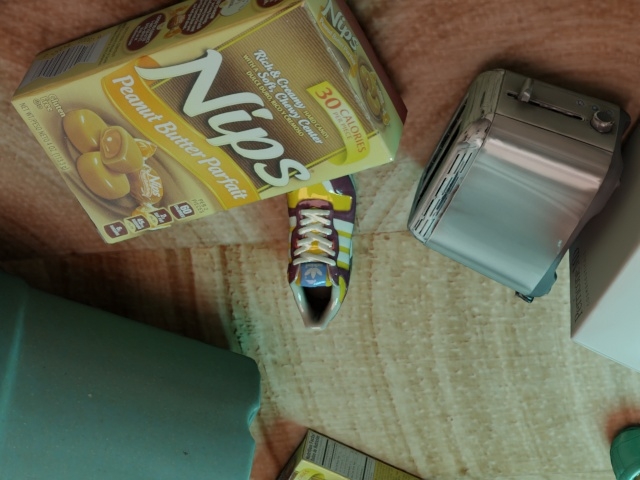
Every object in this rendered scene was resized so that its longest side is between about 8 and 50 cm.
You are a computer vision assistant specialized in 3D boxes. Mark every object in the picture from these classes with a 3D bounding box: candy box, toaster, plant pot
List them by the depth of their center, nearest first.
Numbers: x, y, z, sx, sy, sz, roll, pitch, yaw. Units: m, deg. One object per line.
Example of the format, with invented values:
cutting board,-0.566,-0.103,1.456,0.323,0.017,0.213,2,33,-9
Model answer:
toaster,0.176,-0.051,1.694,0.146,0.129,0.227,24,134,-4
candy box,-0.102,-0.124,1.697,0.316,0.087,0.183,-15,124,26
plant pot,-0.250,0.204,1.849,0.334,0.341,0.341,13,128,-10
candy box,0.043,0.292,2.018,0.187,0.053,0.109,25,127,-8

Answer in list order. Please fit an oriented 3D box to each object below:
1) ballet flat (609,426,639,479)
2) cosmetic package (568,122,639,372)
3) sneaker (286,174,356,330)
ballet flat,0.411,0.276,1.921,0.247,0.087,0.083,23,126,-8
cosmetic package,0.368,-0.063,1.599,0.155,0.197,0.365,25,122,-10
sneaker,0.000,0.000,1.786,0.069,0.084,0.185,0,127,10
